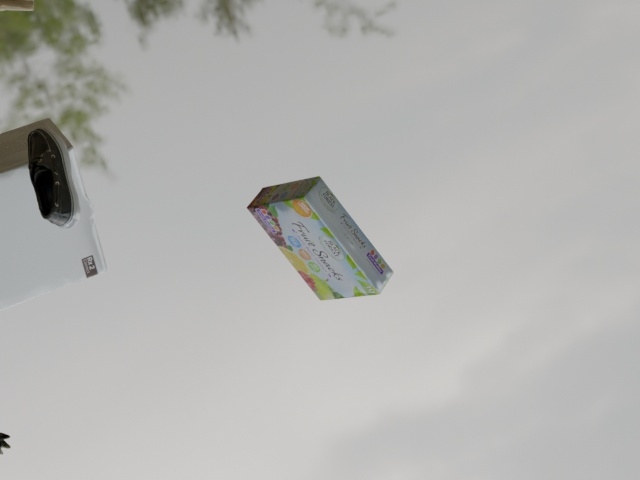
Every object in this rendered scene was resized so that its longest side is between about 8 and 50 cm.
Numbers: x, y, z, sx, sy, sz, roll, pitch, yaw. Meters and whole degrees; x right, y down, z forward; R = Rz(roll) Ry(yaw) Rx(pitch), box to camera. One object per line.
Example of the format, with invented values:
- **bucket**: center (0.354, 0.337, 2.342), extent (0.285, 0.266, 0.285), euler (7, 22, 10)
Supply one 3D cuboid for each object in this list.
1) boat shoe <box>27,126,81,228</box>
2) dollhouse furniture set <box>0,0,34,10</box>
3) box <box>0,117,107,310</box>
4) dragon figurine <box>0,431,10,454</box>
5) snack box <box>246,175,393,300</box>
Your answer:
- **boat shoe**: center (-0.314, -0.077, 1.714), extent (0.049, 0.142, 0.040), euler (-40, 147, 24)
- **dollhouse furniture set**: center (-0.327, -0.207, 1.493), extent (0.182, 0.161, 0.101), euler (-2, -175, 35)
- **box**: center (-0.382, -0.029, 1.849), extent (0.182, 0.181, 0.119), euler (-21, -150, -17)
- **dragon figurine**: center (-0.452, 0.256, 1.703), extent (0.085, 0.289, 0.144), euler (-59, -179, 24)
- **snack box**: center (0.000, 0.000, 1.581), extent (0.100, 0.141, 0.037), euler (-10, -144, 49)
